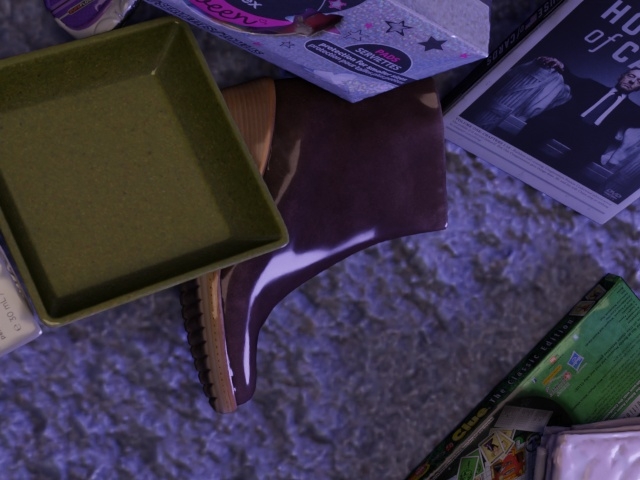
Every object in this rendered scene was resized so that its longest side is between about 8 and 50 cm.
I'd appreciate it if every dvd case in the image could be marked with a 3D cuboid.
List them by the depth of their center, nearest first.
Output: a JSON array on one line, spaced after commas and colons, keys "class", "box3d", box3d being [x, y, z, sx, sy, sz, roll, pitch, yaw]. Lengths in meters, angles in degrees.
[{"class": "dvd case", "box3d": [0.222, -0.116, 1.191, 0.179, 0.239, 0.029, 27, 48, -20]}]

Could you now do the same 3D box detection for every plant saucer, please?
[{"class": "plant saucer", "box3d": [-0.144, -0.045, 1.084, 0.188, 0.045, 0.188, -20, 77, -28]}]

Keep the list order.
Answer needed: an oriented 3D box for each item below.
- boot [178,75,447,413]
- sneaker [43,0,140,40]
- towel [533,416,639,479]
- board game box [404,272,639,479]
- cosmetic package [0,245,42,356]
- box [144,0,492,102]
[{"class": "boot", "box3d": [0.000, 0.000, 1.185, 0.207, 0.090, 0.248, -4, 95, -15]}, {"class": "sneaker", "box3d": [-0.136, -0.220, 1.125, 0.071, 0.068, 0.170, 35, 82, -7]}, {"class": "towel", "box3d": [0.309, 0.303, 1.344, 0.317, 0.053, 0.331, 0, 102, -23]}, {"class": "board game box", "box3d": [0.194, 0.164, 1.310, 0.260, 0.030, 0.136, -44, 106, -8]}, {"class": "cosmetic package", "box3d": [-0.353, 0.078, 1.042, 0.309, 0.160, 0.113, -29, 105, -14]}, {"class": "box", "box3d": [-0.009, -0.217, 1.062, 0.247, 0.142, 0.163, 22, 65, -39]}]
